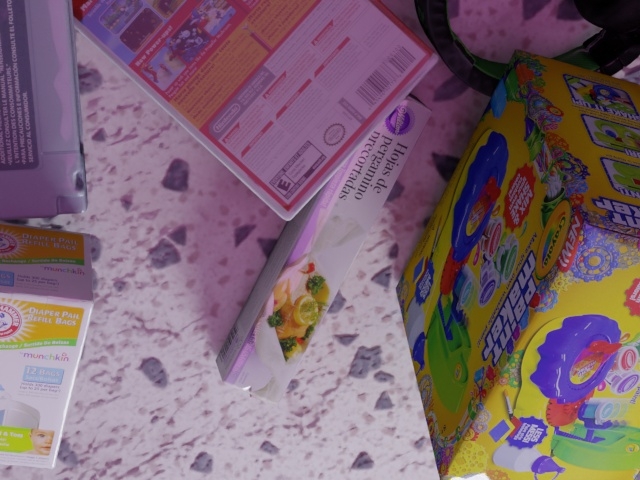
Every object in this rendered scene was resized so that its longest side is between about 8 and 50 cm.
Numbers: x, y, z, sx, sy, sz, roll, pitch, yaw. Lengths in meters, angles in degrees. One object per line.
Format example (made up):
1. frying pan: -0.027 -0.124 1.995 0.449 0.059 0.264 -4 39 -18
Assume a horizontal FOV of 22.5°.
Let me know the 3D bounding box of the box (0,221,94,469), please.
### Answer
1. box: -0.276 0.094 1.449 0.114 0.103 0.203 8 124 -16

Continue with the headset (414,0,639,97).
1. headset: 0.259 -0.300 1.468 0.394 0.185 0.243 -35 128 11

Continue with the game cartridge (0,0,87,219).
1. game cartridge: -0.311 -0.161 1.403 0.196 0.060 0.294 -4 109 -6

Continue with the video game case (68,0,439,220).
1. video game case: -0.065 -0.186 1.444 0.285 0.025 0.204 43 95 -7

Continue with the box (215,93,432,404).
1. box: 0.000 0.000 1.533 0.063 0.067 0.324 24 100 -18

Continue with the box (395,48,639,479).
1. box: 0.218 0.036 1.440 0.177 0.279 0.290 14 123 -17
